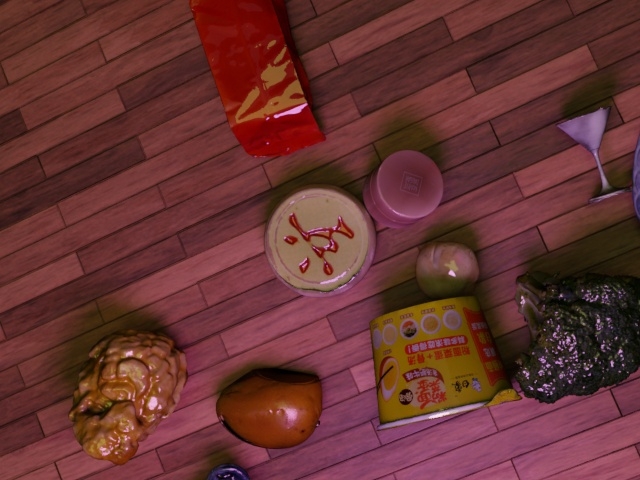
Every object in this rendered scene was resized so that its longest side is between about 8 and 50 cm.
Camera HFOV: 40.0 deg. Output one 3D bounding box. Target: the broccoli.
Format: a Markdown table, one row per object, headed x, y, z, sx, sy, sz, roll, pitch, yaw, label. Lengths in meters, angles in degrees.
| x | y | z | sx | sy | sz | roll | pitch | yaw | label |
| --- | --- | --- | --- | --- | --- | --- | --- | --- | --- |
| 0.510 | 0.175 | 1.750 | 0.283 | 0.321 | 0.304 | 45 | 118 | 43 | broccoli |

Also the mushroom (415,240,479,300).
| x | y | z | sx | sy | sz | roll | pitch | yaw | label |
| --- | --- | --- | --- | --- | --- | --- | --- | --- | --- |
| 0.269 | 0.065 | 1.859 | 0.148 | 0.112 | 0.148 | 10 | 110 | 30 | mushroom |

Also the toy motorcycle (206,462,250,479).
| x | y | z | sx | sy | sz | roll | pitch | yaw | label |
| --- | --- | --- | --- | --- | --- | --- | --- | --- | --- |
| -0.228 | 0.641 | 1.950 | 0.319 | 0.241 | 0.182 | -43 | 42 | 14 | toy motorcycle |

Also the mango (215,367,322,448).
| x | y | z | sx | sy | sz | roll | pitch | yaw | label |
| --- | --- | --- | --- | --- | --- | --- | --- | --- | --- |
| -0.114 | 0.374 | 1.924 | 0.236 | 0.136 | 0.166 | 7 | 94 | 16 | mango |

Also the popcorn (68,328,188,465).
| x | y | z | sx | sy | sz | roll | pitch | yaw | label |
| --- | --- | --- | --- | --- | --- | --- | --- | --- | --- |
| -0.432 | 0.340 | 1.915 | 0.225 | 0.332 | 0.265 | 37 | 130 | -22 | popcorn |

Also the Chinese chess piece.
| x | y | z | sx | sy | sz | roll | pitch | yaw | label |
| --- | --- | --- | --- | --- | --- | --- | --- | --- | --- |
| 0.000 | 0.000 | 1.920 | 0.249 | 0.103 | 0.250 | 0 | 91 | 9 | Chinese chess piece |

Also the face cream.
| x | y | z | sx | sy | sz | roll | pitch | yaw | label |
| --- | --- | --- | --- | --- | --- | --- | --- | --- | --- |
| 0.174 | -0.107 | 1.856 | 0.149 | 0.104 | 0.149 | 3 | 78 | -14 | face cream |

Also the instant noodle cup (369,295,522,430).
| x | y | z | sx | sy | sz | roll | pitch | yaw | label |
| --- | --- | --- | --- | --- | --- | --- | --- | --- | --- |
| 0.238 | 0.247 | 1.787 | 0.311 | 0.311 | 0.222 | -15 | 78 | 11 | instant noodle cup |

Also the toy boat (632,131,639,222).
| x | y | z | sx | sy | sz | roll | pitch | yaw | label |
| --- | --- | --- | --- | --- | --- | --- | --- | --- | --- |
| 0.742 | -0.128 | 1.756 | 0.215 | 0.123 | 0.330 | 8 | 90 | 5 | toy boat |

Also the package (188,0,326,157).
| x | y | z | sx | sy | sz | roll | pitch | yaw | label |
| --- | --- | --- | --- | --- | --- | --- | --- | --- | --- |
| -0.141 | -0.394 | 1.938 | 0.196 | 0.123 | 0.424 | -19 | 85 | 13 | package |

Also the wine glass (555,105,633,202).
| x | y | z | sx | sy | sz | roll | pitch | yaw | label |
| --- | --- | --- | --- | --- | --- | --- | --- | --- | --- |
| 0.566 | -0.174 | 1.803 | 0.122 | 0.122 | 0.183 | -18 | 88 | 11 | wine glass |
